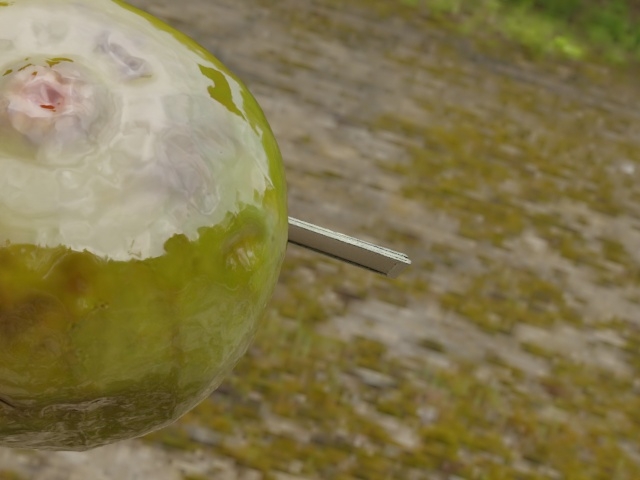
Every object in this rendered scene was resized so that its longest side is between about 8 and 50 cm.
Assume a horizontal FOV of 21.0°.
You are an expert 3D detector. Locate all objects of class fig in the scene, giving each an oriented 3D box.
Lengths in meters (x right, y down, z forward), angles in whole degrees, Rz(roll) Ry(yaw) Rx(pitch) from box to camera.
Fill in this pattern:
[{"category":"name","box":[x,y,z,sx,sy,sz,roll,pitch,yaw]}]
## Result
[{"category":"fig","box":[-0.184,-0.004,1.237,0.343,0.343,0.343,15,14,-4]}]

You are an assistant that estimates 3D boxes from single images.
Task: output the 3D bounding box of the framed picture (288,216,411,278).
[{"category":"framed picture","box":[0.000,0.000,1.787,0.183,0.011,0.142,19,-8,-1]}]
